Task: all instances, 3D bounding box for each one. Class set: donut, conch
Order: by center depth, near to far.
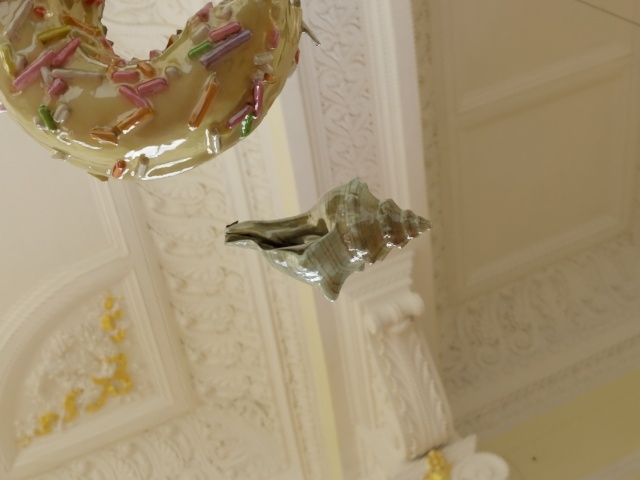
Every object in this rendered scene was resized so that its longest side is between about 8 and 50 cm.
[{"bbox_3d":[-0.224,-0.230,1.013,0.371,0.150,0.307,38,-90,2],"label":"donut"},{"bbox_3d":[0.009,0.010,1.035,0.234,0.137,0.114,-25,-68,11],"label":"conch"}]
